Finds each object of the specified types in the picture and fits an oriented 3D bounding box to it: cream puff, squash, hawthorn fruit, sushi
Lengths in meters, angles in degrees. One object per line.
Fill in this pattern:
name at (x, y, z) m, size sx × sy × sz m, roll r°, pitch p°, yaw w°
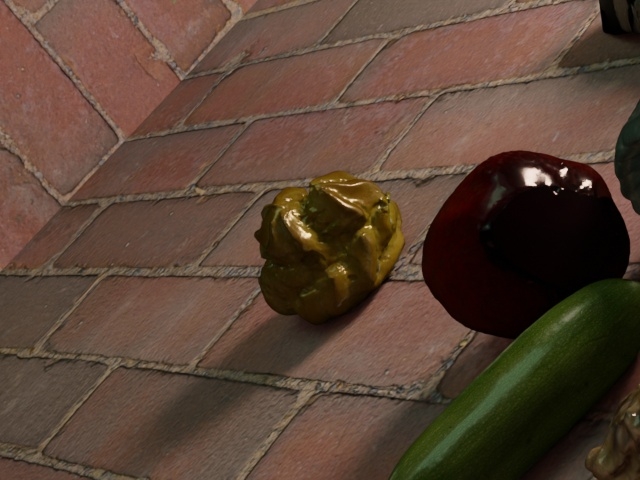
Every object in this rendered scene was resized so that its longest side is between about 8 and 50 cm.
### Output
cream puff at (0.001, 0.003, 2.215) m, size 0.221 × 0.194 × 0.194 m, roll -38°, pitch 22°, yaw 11°
squash at (0.195, 0.174, 1.669) m, size 0.395 × 0.107 × 0.107 m, roll -42°, pitch 22°, yaw -9°
hawthorn fruit at (0.217, 0.017, 1.821) m, size 0.249 × 0.215 × 0.215 m, roll -47°, pitch 11°, yaw 45°
sushi at (0.464, -0.347, 2.243) m, size 0.109 × 0.134 × 0.273 m, roll -13°, pitch 14°, yaw -7°

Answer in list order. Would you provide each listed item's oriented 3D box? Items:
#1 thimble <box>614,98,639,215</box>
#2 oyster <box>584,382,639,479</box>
thimble at (0.418, -0.098, 1.729) m, size 0.143 × 0.198 × 0.235 m, roll -55°, pitch -2°, yaw -28°
oyster at (0.341, 0.086, 1.481) m, size 0.238 × 0.115 × 0.351 m, roll -92°, pitch 24°, yaw -62°
